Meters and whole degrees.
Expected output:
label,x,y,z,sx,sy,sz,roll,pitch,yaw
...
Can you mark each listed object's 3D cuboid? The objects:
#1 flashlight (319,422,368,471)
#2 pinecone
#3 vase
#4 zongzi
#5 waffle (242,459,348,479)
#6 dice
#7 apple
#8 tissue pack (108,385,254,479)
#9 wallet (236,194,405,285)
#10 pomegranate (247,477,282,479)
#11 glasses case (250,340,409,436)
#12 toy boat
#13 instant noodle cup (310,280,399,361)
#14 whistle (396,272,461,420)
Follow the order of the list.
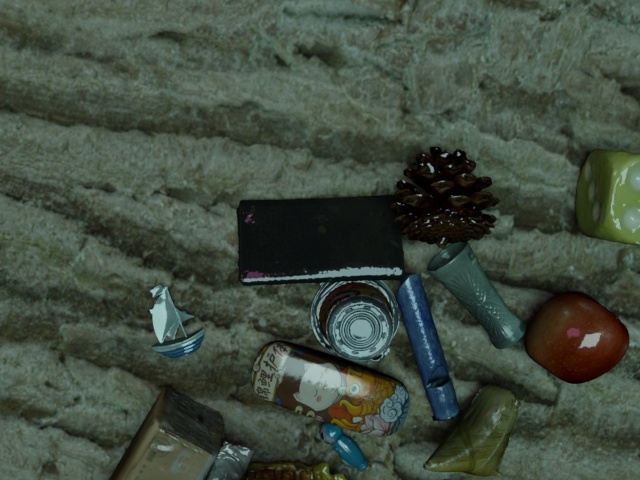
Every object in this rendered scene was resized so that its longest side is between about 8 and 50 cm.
label,x,y,z,sx,sy,sz,roll,pitch,yaw
flashlight,0.050,0.415,1.587,0.051,0.051,0.129,-43,101,3
pinecone,0.228,-0.081,1.456,0.207,0.208,0.208,0,98,-3
vase,0.312,0.111,1.537,0.096,0.096,0.219,-39,101,3
zongzi,0.294,0.373,1.537,0.197,0.099,0.194,14,96,-38
waffle,-0.055,0.551,1.567,0.262,0.060,0.280,-45,82,-5
dice,0.592,-0.081,1.483,0.169,0.166,0.169,6,97,-3
apple,0.491,0.188,1.508,0.181,0.181,0.168,37,93,-7
tissue pack,-0.287,0.480,1.496,0.238,0.238,0.305,30,95,-6
wallet,0.000,0.000,1.513,0.321,0.044,0.170,-2,77,-2
pomegranate,-0.106,0.583,1.369,0.332,0.332,0.332,0,98,-3
glasses case,0.019,0.293,1.550,0.321,0.082,0.122,19,103,-5
toy boat,-0.300,0.169,1.542,0.105,0.034,0.149,-42,98,1
instant noodle cup,0.071,0.158,1.512,0.208,0.125,0.177,44,94,-7
whistle,0.209,0.208,1.559,0.062,0.062,0.304,-17,99,0
